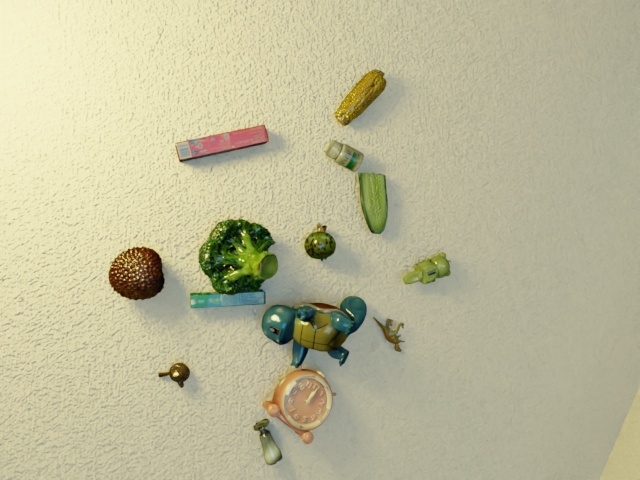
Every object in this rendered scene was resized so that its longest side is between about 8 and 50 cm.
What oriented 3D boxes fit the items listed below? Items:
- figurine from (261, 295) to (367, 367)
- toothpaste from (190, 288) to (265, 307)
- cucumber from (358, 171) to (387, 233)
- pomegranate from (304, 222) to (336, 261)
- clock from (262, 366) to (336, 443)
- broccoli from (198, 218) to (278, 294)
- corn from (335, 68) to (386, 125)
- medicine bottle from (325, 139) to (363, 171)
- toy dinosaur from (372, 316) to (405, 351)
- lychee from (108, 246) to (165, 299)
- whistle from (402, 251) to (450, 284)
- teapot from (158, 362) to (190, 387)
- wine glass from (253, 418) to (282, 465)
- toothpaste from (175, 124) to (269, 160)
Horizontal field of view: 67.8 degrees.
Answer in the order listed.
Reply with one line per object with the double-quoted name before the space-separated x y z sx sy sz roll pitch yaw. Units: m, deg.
"figurine" 0.000 0.316 1.748 0.416 0.243 0.298 -7 137 -16
"toothpaste" -0.335 0.212 1.730 0.266 0.065 0.050 -1 95 -15
"cucumber" 0.200 -0.145 1.857 0.115 0.063 0.244 -7 96 -21
"pomegranate" 0.000 0.000 1.790 0.122 0.122 0.162 9 68 -16
"clock" -0.067 0.599 1.808 0.227 0.142 0.241 41 73 -12
"broccoli" -0.257 0.066 1.639 0.297 0.297 0.298 -18 115 -46
"corn" 0.155 -0.543 1.798 0.097 0.097 0.262 42 83 -15
"medicine bottle" 0.091 -0.322 1.804 0.130 0.080 0.080 25 87 -17
"toy dinosaur" 0.272 0.382 1.931 0.161 0.039 0.126 12 92 -15
"lychee" -0.612 0.110 1.590 0.188 0.188 0.188 -1 94 -16
"whistle" 0.435 0.126 1.933 0.227 0.085 0.105 -21 99 -15
"teapot" -0.524 0.481 1.693 0.110 0.080 0.085 -5 67 -3
"wine glass" -0.199 0.764 1.808 0.072 0.072 0.156 -21 98 -14
"toothpaste" -0.346 -0.343 1.681 0.320 0.076 0.066 -15 98 -14
